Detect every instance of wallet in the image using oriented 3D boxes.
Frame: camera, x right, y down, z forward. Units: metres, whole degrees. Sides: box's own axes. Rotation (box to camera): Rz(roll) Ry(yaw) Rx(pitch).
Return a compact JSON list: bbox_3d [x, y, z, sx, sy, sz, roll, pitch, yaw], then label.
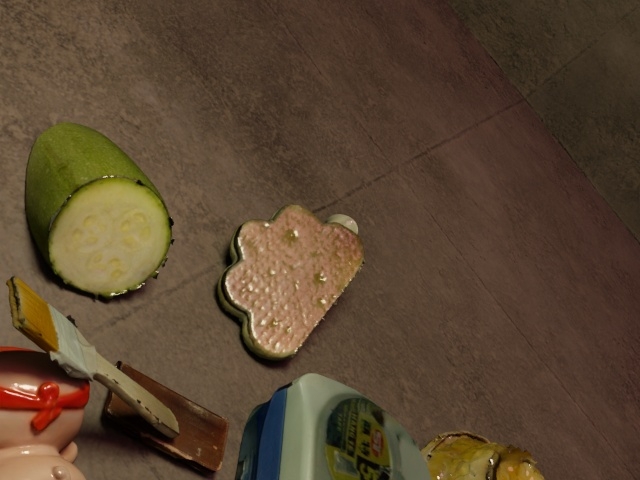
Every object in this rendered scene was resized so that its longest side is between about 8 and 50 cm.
[{"bbox_3d":[-0.200,0.233,1.091,0.176,0.026,0.095,35,31,-23],"label":"wallet"}]

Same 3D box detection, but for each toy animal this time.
[{"bbox_3d":[-0.322,0.202,0.881,0.171,0.171,0.197,13,57,-41],"label":"toy animal"}]

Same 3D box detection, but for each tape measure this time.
[{"bbox_3d":[0.027,0.336,1.150,0.262,0.138,0.259,31,40,-25],"label":"tape measure"}]

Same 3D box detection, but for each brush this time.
[{"bbox_3d":[-0.241,0.150,0.937,0.085,0.020,0.336,60,1,40],"label":"brush"}]

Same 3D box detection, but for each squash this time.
[{"bbox_3d":[-0.335,-0.050,1.211,0.189,0.189,0.260,18,10,-37],"label":"squash"}]

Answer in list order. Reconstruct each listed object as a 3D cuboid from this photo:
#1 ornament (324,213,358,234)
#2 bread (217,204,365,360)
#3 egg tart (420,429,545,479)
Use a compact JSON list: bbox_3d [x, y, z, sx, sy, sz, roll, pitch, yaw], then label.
[{"bbox_3d":[0.000,0.000,1.491,0.156,0.075,0.081,-27,116,-57],"label":"ornament"},{"bbox_3d":[-0.058,0.049,1.344,0.207,0.056,0.286,44,54,0],"label":"bread"},{"bbox_3d":[0.290,0.452,1.342,0.345,0.132,0.345,29,41,-30],"label":"egg tart"}]
